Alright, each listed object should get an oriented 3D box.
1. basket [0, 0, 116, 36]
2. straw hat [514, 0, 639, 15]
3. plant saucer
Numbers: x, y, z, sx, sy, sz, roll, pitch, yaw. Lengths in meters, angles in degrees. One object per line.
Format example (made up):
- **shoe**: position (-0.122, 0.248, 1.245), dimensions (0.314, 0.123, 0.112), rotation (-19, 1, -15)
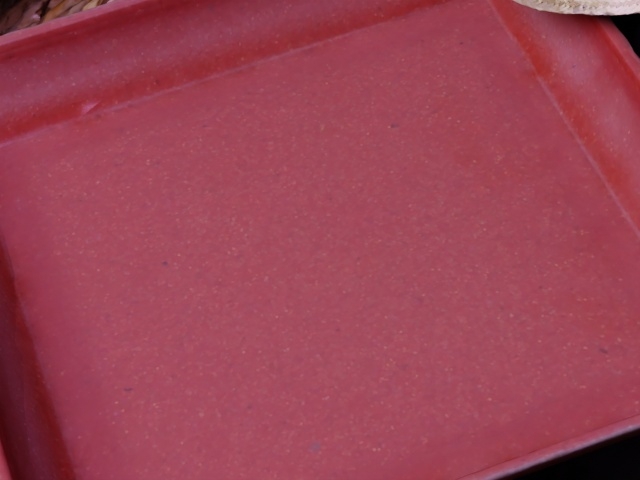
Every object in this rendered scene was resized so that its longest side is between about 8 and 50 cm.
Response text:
- **basket**: position (-0.211, -0.151, 0.822), dimensions (0.223, 0.213, 0.299), rotation (1, 40, 44)
- **straw hat**: position (0.105, -0.151, 0.672), dimensions (0.144, 0.061, 0.144), rotation (-14, 56, 22)
- **plant saucer**: position (0.000, 0.000, 0.658), dimensions (0.259, 0.048, 0.258), rotation (-18, 49, -9)
